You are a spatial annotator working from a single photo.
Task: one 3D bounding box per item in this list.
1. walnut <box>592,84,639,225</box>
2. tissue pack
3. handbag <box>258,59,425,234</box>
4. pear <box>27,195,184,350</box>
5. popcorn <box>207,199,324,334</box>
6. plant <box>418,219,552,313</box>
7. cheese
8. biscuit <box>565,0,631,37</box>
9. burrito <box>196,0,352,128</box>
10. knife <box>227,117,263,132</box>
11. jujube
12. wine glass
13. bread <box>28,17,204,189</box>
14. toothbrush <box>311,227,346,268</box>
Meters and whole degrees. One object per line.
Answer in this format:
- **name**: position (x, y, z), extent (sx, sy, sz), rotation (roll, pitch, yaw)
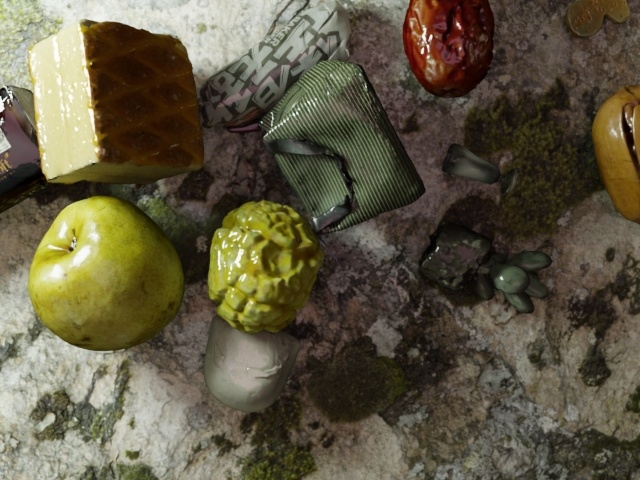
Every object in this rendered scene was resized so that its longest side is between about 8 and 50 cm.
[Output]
- **walnut**: position (0.695, -0.167, 1.656), extent (0.209, 0.209, 0.336), rotation (-14, 106, -2)
- **tissue pack**: position (-0.712, -0.148, 1.579), extent (0.370, 0.198, 0.209), rotation (-29, 91, -1)
- **handbag**: position (0.031, -0.179, 1.588), extent (0.240, 0.247, 0.340), rotation (-31, 107, 0)
- **pear**: position (-0.416, 0.074, 1.561), extent (0.304, 0.304, 0.303), rotation (0, 93, -3)
- **popcorn**: position (-0.120, 0.052, 1.579), extent (0.224, 0.270, 0.257), rotation (14, 115, -18)
- **plant**: position (0.355, 0.062, 1.674), extent (0.275, 0.149, 0.146), rotation (19, 107, -1)
- **cheese**: position (-0.158, 0.265, 1.648), extent (0.198, 0.154, 0.188), rotation (18, 72, 0)
- **biscuit**: position (0.628, -0.545, 1.710), extent (0.153, 0.030, 0.234), rotation (38, 91, -3)
- **burrito**: position (-0.120, -0.346, 1.648), extent (0.446, 0.101, 0.139), rotation (-34, 91, -1)
- **knife**: position (-0.082, -0.268, 1.697), extent (0.248, 0.018, 0.035), rotation (-13, 90, -5)
- **jujube**: position (0.265, -0.443, 1.623), extent (0.197, 0.197, 0.290), rotation (-3, 78, -3)
- **wine glass**: position (0.349, -0.156, 1.697), extent (0.156, 0.072, 0.072), rotation (21, 92, -4)
- **bread**: position (-0.394, -0.259, 1.524), extent (0.207, 0.279, 0.278), rotation (-11, 83, 41)
- **toothbrush**: position (0.000, 0.000, 1.714), extent (0.011, 0.014, 0.167), rotation (-43, 94, -17)
